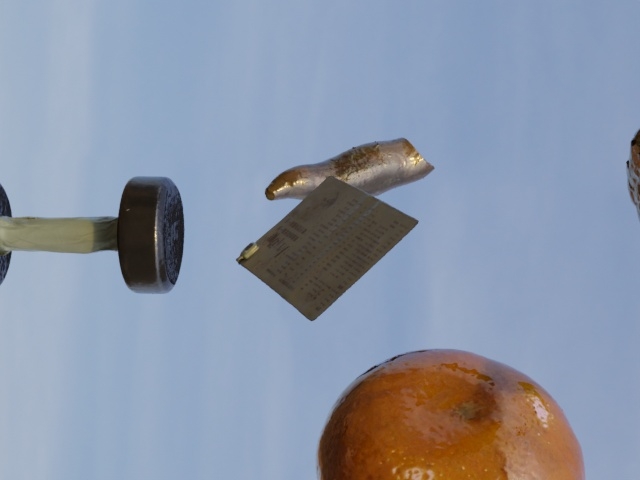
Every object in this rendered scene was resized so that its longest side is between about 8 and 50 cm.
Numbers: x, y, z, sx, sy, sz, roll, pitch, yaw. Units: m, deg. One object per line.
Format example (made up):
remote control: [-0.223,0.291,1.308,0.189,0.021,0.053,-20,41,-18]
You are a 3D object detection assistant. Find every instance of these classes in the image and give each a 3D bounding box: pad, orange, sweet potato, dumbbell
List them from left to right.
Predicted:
dumbbell: [-0.215,-0.005,1.195,0.100,0.191,0.100,1,90,-83]
pad: [0.000,0.000,1.622,0.159,0.009,0.265,-42,-155,-7]
sweet potato: [0.033,-0.088,1.904,0.077,0.244,0.077,167,-90,-71]
orange: [0.113,0.205,1.252,0.240,0.240,0.171,-123,-162,-47]

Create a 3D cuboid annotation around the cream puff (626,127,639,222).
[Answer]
cream puff: [0.373,-0.060,1.417,0.146,0.116,0.146,167,-90,-81]
